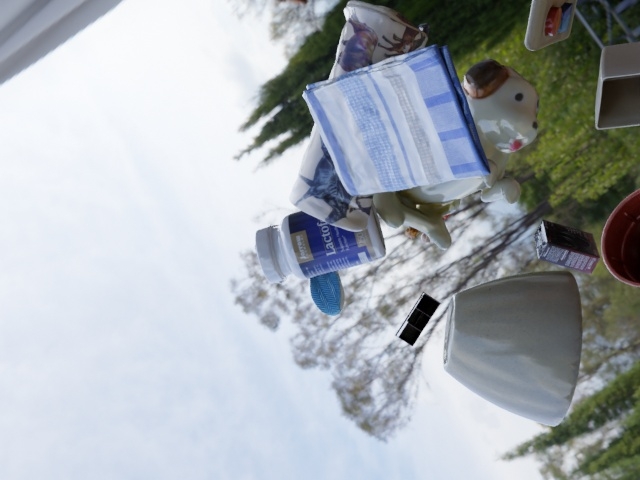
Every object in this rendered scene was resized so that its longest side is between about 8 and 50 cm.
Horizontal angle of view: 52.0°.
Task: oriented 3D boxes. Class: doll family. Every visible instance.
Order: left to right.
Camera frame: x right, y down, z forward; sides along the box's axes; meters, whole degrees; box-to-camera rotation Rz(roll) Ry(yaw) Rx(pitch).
[{"bbox_3d":[0.334,-0.081,2.054,0.118,0.163,0.263,34,165,7],"label":"doll family"}]

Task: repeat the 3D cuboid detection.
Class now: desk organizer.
[{"bbox_3d":[0.239,0.193,1.605,0.047,0.130,0.050,33,179,2],"label":"desk organizer"}]

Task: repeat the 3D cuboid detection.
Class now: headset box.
[{"bbox_3d":[0.344,0.009,0.908,0.083,0.032,0.062,16,-145,2],"label":"headset box"}]

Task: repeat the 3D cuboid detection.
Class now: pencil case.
[{"bbox_3d":[0.065,-0.216,1.204,0.160,0.410,0.183,20,-163,9],"label":"pencil case"}]

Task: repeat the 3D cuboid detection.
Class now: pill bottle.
[{"bbox_3d":[0.000,0.000,1.440,0.153,0.265,0.153,-16,-90,-81],"label":"pill bottle"}]

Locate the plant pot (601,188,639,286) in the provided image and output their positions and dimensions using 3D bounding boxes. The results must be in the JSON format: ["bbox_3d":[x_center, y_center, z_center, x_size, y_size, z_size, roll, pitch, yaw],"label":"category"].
[{"bbox_3d":[0.880,0.032,1.595,0.265,0.272,0.272,27,-148,-32],"label":"plant pot"}]

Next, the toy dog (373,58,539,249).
[{"bbox_3d":[0.338,-0.229,1.561,0.285,0.408,0.395,28,-145,-36],"label":"toy dog"}]

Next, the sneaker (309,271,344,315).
[{"bbox_3d":[0.016,0.098,1.671,0.092,0.087,0.228,39,-156,-47],"label":"sneaker"}]

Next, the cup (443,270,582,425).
[{"bbox_3d":[0.394,0.214,1.413,0.331,0.237,0.330,7,-90,-85],"label":"cup"}]

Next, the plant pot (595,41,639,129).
[{"bbox_3d":[0.489,-0.252,1.036,0.109,0.109,0.096,69,-158,-50],"label":"plant pot"}]

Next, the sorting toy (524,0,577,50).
[{"bbox_3d":[0.540,-0.588,1.452,0.041,0.307,0.229,22,-148,32],"label":"sorting toy"}]

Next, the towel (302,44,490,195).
[{"bbox_3d":[0.107,-0.172,1.013,0.034,0.285,0.209,-39,-67,-37],"label":"towel"}]

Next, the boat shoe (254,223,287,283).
[{"bbox_3d":[-0.131,0.026,1.796,0.301,0.102,0.108,-81,-6,-64],"label":"boat shoe"}]
